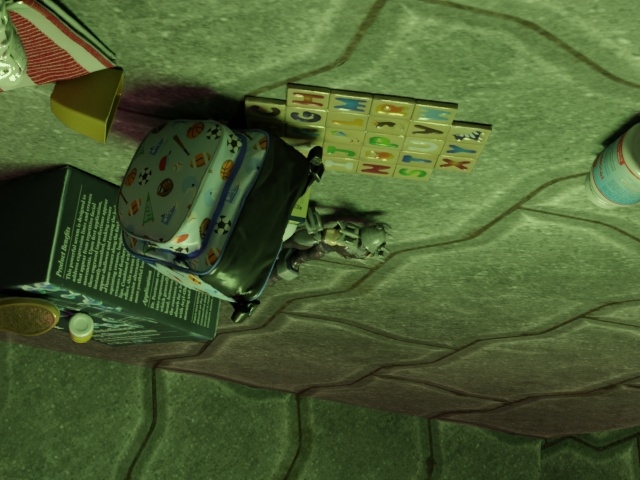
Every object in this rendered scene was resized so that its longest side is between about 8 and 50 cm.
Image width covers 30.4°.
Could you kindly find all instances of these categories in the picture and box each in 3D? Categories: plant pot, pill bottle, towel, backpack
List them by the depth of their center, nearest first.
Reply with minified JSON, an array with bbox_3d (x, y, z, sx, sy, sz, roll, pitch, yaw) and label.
[{"bbox_3d":[-0.452,-0.229,1.463,0.329,0.037,0.237,-9,164,15],"label":"towel"},{"bbox_3d":[-0.317,-0.190,1.581,0.083,0.081,0.081,16,162,-6],"label":"plant pot"},{"bbox_3d":[0.421,-0.097,1.598,0.087,0.087,0.160,9,163,-9],"label":"pill bottle"},{"bbox_3d":[-0.171,-0.050,1.689,0.213,0.276,0.263,36,162,-34],"label":"backpack"},{"bbox_3d":[-0.422,0.156,2.074,0.043,0.043,0.083,9,163,-9],"label":"pill bottle"}]

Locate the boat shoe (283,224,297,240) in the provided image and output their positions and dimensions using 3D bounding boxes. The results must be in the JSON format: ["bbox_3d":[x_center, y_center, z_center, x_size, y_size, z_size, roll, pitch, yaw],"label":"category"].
[{"bbox_3d":[-0.188,-0.046,1.952,0.302,0.109,0.094,3,161,20],"label":"boat shoe"}]

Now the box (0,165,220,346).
[{"bbox_3d":[-0.413,0.044,2.145,0.293,0.212,0.395,-8,157,41],"label":"box"}]

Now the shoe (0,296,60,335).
[{"bbox_3d":[-0.528,0.120,1.998,0.219,0.058,0.076,-7,126,27],"label":"shoe"}]

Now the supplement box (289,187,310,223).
[{"bbox_3d":[-0.062,-0.072,1.840,0.083,0.083,0.056,9,175,-10],"label":"supplement box"}]

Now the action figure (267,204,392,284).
[{"bbox_3d":[0.000,0.000,2.063,0.285,0.099,0.185,-10,150,33],"label":"action figure"}]

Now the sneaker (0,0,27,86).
[{"bbox_3d":[-0.377,-0.250,1.274,0.152,0.114,0.305,13,142,-25],"label":"sneaker"}]

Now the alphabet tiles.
[{"bbox_3d":[0.062,-0.148,1.689,0.343,0.011,0.285,7,163,-1],"label":"alphabet tiles"}]
